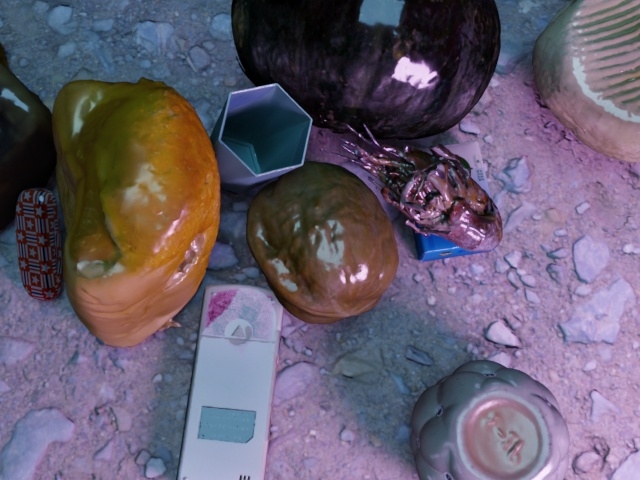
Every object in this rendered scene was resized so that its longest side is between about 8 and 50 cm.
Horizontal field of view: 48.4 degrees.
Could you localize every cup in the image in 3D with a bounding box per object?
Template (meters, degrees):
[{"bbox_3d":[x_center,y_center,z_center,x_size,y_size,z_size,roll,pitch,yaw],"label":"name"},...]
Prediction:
[{"bbox_3d":[-0.116,-0.144,1.153,0.134,0.236,0.148,18,75,-15],"label":"cup"}]

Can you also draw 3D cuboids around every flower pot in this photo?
[{"bbox_3d":[0.259,0.308,1.101,0.246,0.195,0.245,0,73,0],"label":"flower pot"}]

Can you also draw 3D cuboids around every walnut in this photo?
[{"bbox_3d":[0.000,0.000,1.169,0.283,0.227,0.282,22,46,-25],"label":"walnut"}]

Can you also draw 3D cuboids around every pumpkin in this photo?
[{"bbox_3d":[0.073,-0.343,1.177,0.455,0.454,0.343,26,111,6],"label":"pumpkin"}]

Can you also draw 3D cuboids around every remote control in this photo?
[{"bbox_3d":[-0.146,0.242,1.186,0.145,0.050,0.343,7,73,1],"label":"remote control"}]

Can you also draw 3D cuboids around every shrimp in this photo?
[{"bbox_3d":[0.158,-0.079,1.129,0.343,0.116,0.145,28,57,-22],"label":"shrimp"}]

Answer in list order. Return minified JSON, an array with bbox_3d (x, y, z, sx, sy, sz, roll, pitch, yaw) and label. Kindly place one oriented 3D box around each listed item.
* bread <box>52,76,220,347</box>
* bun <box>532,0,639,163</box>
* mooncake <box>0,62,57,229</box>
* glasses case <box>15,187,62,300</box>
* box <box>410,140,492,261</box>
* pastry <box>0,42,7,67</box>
[{"bbox_3d":[-0.277,-0.051,1.111,0.250,0.394,0.360,-6,70,-19],"label":"bread"},{"bbox_3d":[0.548,-0.299,1.267,0.349,0.227,0.352,-24,73,-8],"label":"bun"},{"bbox_3d":[-0.639,-0.127,1.105,0.246,0.394,0.393,44,118,13],"label":"mooncake"},{"bbox_3d":[-0.477,0.005,1.214,0.073,0.049,0.194,9,106,23],"label":"glasses case"},{"bbox_3d":[0.229,-0.069,1.272,0.139,0.073,0.194,-9,74,-3],"label":"box"},{"bbox_3d":[-0.710,-0.320,1.294,0.240,0.132,0.235,-4,73,-1],"label":"pastry"}]
